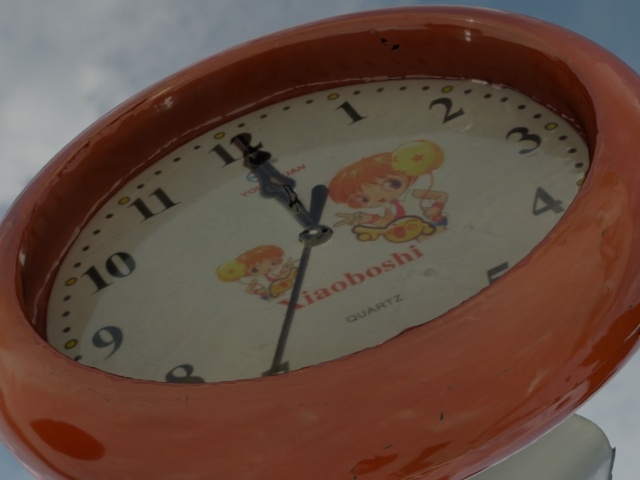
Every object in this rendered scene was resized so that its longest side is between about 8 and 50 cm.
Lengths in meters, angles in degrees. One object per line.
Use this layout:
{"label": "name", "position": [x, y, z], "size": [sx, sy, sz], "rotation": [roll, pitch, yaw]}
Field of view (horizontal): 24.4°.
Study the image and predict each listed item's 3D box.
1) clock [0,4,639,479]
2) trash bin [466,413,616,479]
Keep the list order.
{"label": "clock", "position": [0.000, 0.000, 0.413], "size": [0.205, 0.205, 0.051], "rotation": [4, -50, 29]}
{"label": "trash bin", "position": [0.043, 0.250, 0.987], "size": [0.296, 0.367, 0.256], "rotation": [21, -56, 34]}
